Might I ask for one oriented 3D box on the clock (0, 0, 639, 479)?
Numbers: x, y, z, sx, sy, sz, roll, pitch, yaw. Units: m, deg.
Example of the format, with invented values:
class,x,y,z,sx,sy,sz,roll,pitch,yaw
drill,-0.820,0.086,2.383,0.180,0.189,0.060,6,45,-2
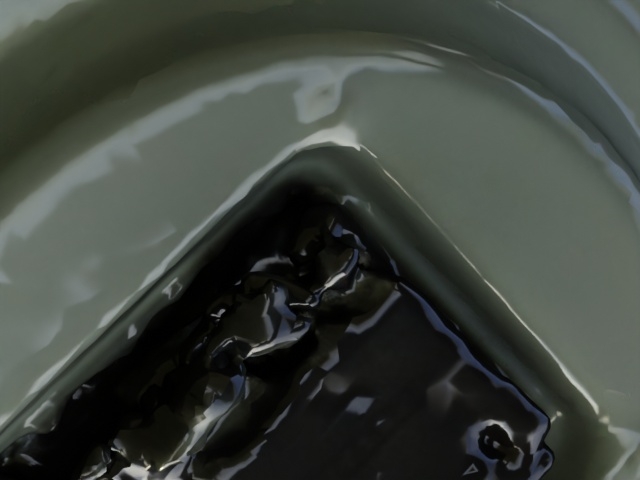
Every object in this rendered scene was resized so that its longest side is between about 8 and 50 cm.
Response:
class,x,y,z,sx,sy,sz,roll,pitch,yaw
clock,-0.012,0.034,0.399,0.318,0.318,0.080,-58,-152,6
